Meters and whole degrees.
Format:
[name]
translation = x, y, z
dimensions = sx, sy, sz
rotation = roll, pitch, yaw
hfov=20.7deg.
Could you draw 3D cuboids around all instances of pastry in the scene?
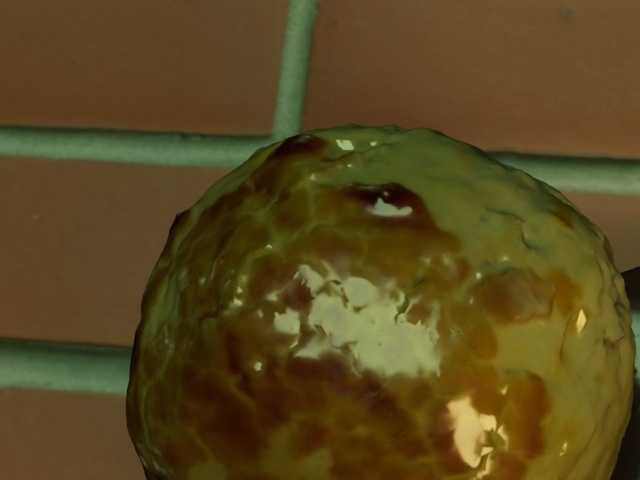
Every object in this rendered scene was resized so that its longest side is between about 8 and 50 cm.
[pastry]
translation = 0.035, 0.102, 1.281
dimensions = 0.388, 0.388, 0.312
rotation = 27, 34, 21

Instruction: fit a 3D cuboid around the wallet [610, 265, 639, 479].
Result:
[wallet]
translation = 0.256, 0.139, 1.410
dimensions = 0.182, 0.049, 0.229
rotation = -21, 66, 3
